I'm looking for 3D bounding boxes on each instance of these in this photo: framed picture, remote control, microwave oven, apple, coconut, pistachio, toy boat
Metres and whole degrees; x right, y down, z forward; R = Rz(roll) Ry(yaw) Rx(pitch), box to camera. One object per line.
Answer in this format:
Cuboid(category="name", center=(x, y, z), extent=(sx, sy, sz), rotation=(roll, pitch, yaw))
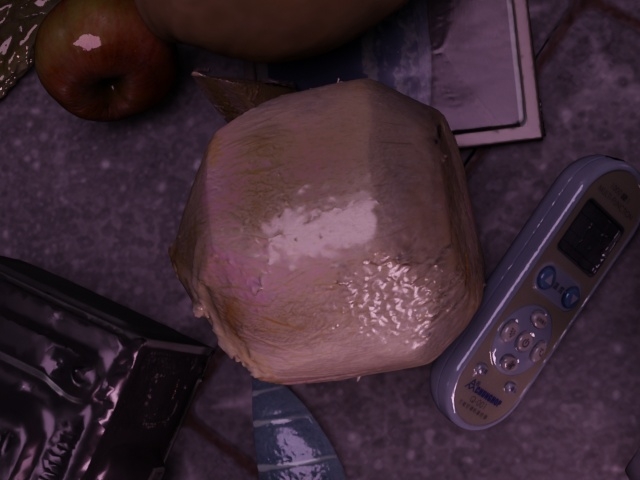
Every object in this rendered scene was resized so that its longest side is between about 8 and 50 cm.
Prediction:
Cuboid(category="framed picture", center=(0.056, -0.160, 0.903), extent=(0.260, 0.023, 0.189), rotation=(-6, 82, 13))
Cuboid(category="remote control", center=(0.169, 0.040, 0.816), extent=(0.244, 0.087, 0.047), rotation=(-55, 35, 0))
Cuboid(category="microwave oven", center=(-0.258, 0.177, 0.841), extent=(0.237, 0.181, 0.295), rotation=(23, 87, 16))
Cuboid(category="apple", center=(-0.186, -0.165, 0.904), extent=(0.126, 0.126, 0.102), rotation=(-17, 60, 10))
Cuboid(category="coconut", center=(0.000, 0.002, 0.789), extent=(0.230, 0.227, 0.227), rotation=(-13, 79, 15))
Cuboid(category="pistachio", center=(-0.014, -0.242, 0.831), extent=(0.293, 0.162, 0.181), rotation=(-27, 114, 12))
Cuboid(category="toy boat", center=(-0.030, 0.163, 0.867), extent=(0.096, 0.034, 0.122), rotation=(-6, 79, 6))

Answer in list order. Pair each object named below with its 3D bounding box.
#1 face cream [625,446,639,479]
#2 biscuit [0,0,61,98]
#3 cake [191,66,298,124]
Cuboid(category="face cream", center=(0.282, 0.175, 0.763), extent=(0.095, 0.091, 0.091), rotation=(38, 91, 23))
Cuboid(category="biscuit", center=(-0.309, -0.258, 0.993), extent=(0.187, 0.036, 0.273), rotation=(38, 91, 15))
Cuboid(category="cake", center=(-0.062, -0.110, 0.851), extent=(0.052, 0.121, 0.065), rotation=(17, 95, 22))
